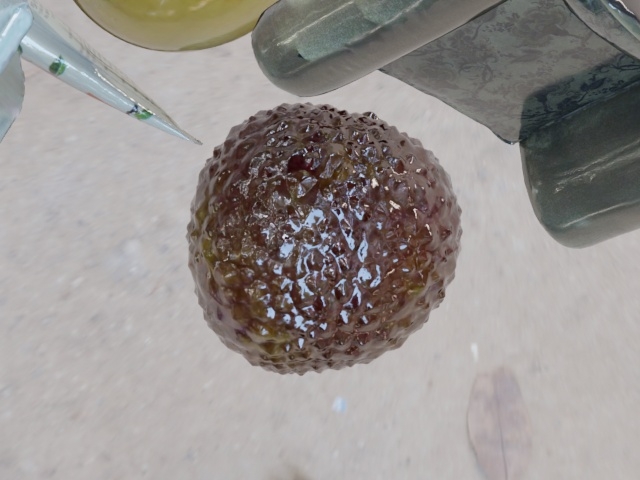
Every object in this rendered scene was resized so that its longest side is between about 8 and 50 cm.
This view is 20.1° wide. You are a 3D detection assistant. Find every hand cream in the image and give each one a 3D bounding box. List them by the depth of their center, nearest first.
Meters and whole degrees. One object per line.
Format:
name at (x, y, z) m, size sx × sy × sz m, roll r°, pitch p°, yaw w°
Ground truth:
hand cream at (-0.194, -0.142, 1.436) m, size 0.234 × 0.080 × 0.050 m, roll 34°, pitch 91°, yaw -28°

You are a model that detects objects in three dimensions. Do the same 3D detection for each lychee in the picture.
lychee at (0.000, 0.000, 1.658) m, size 0.261 × 0.260 × 0.260 m, roll 1°, pitch 96°, yaw 5°

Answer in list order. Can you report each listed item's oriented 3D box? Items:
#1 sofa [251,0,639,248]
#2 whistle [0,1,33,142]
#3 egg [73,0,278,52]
sofa at (0.112, -0.088, 0.855) m, size 0.200 × 0.258 × 0.182 m, roll -22°, pitch 55°, yaw 39°
whistle at (-0.224, 0.020, 0.844) m, size 0.062 × 0.062 × 0.312 m, roll 29°, pitch 78°, yaw 1°
egg at (-0.086, -0.291, 1.306) m, size 0.250 × 0.250 × 0.322 m, roll 16°, pitch 80°, yaw 3°
